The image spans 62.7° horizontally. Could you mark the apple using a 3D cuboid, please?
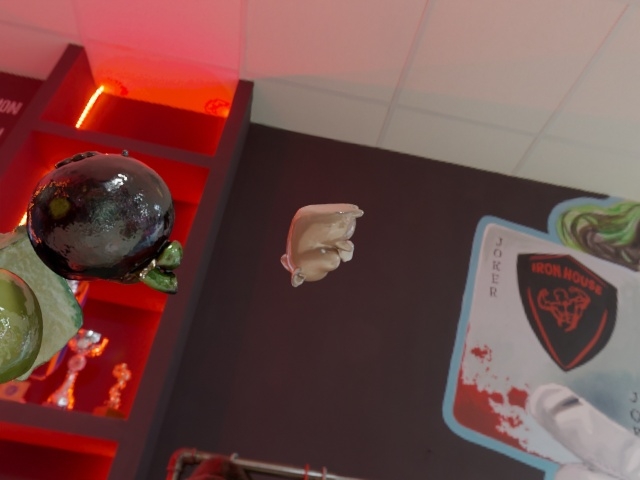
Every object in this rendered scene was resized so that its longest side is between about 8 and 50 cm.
[{"bbox_3d":[-0.727,0.192,1.125,0.295,0.233,0.257,-21,-86,33],"label":"apple"}]

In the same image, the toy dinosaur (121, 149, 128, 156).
[{"bbox_3d":[-0.546,-0.170,1.380,0.055,0.154,0.049,31,-1,-33],"label":"toy dinosaur"}]

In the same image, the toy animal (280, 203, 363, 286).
[{"bbox_3d":[0.001,0.004,1.641,0.213,0.256,0.195,8,12,-16],"label":"toy animal"}]

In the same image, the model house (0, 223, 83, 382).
[{"bbox_3d":[-0.951,0.175,1.522,0.343,0.334,0.382,6,-52,34],"label":"model house"}]

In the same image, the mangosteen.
[{"bbox_3d":[-0.458,-0.016,1.146,0.306,0.306,0.359,-16,-82,31],"label":"mangosteen"}]
